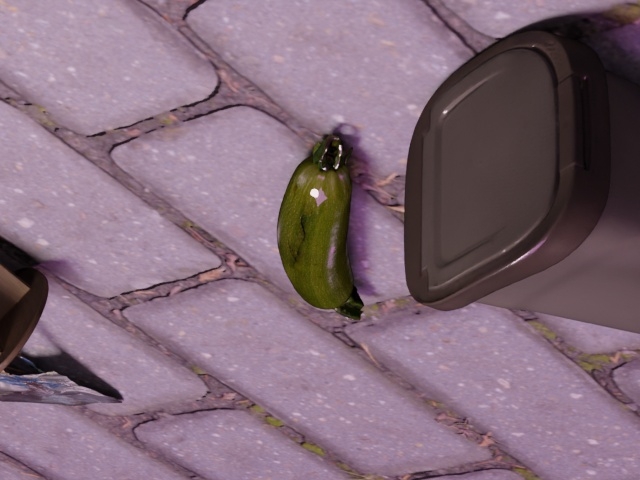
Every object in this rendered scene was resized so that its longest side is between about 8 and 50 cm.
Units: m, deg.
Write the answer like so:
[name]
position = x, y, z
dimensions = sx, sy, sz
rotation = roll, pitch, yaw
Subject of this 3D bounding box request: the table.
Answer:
[table]
position = -0.428, 0.036, 1.943
dimensions = 0.167, 0.167, 0.227
rotation = -20, 130, 41

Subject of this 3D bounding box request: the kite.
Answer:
[kite]
position = -0.356, 0.159, 2.198
dimensions = 0.169, 0.015, 0.310
rotation = 2, 162, 13

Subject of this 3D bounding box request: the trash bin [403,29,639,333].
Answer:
[trash bin]
position = 0.234, -0.031, 1.571
dimensions = 0.250, 0.220, 0.219
rotation = 17, 152, -25

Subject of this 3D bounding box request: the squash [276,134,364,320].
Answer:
[squash]
position = -0.003, 0.000, 1.816
dimensions = 0.080, 0.071, 0.318
rotation = 5, 150, 7
